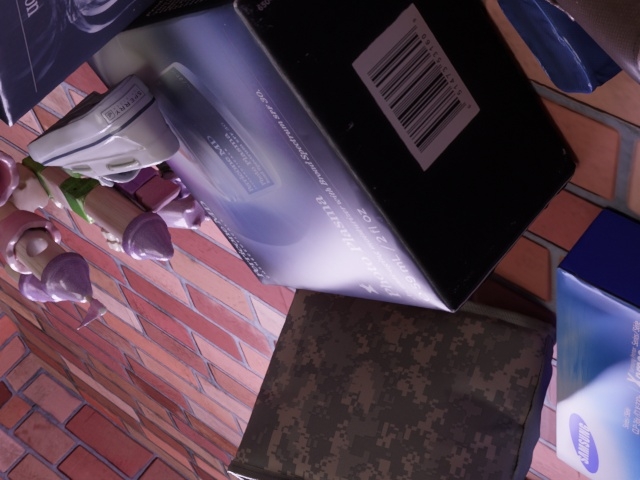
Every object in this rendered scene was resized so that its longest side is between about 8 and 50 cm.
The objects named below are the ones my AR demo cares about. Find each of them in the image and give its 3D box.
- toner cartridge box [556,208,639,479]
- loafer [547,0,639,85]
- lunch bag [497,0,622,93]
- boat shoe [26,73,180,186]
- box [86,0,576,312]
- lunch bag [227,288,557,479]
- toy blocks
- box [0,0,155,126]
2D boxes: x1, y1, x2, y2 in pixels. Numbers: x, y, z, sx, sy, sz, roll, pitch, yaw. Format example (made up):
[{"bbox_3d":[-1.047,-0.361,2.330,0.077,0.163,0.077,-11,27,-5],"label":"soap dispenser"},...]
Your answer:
[{"bbox_3d":[0.298,0.133,1.020,0.165,0.075,0.348,30,155,30],"label":"toner cartridge box"},{"bbox_3d":[0.190,-0.150,0.598,0.366,0.130,0.134,30,139,21],"label":"loafer"},{"bbox_3d":[0.171,-0.145,0.746,0.098,0.065,0.067,52,176,-15],"label":"lunch bag"},{"bbox_3d":[-0.187,-0.079,0.970,0.076,0.083,0.226,52,161,-16],"label":"boat shoe"},{"bbox_3d":[-0.004,-0.110,0.950,0.296,0.183,0.294,53,157,-23],"label":"box"},{"bbox_3d":[0.090,0.178,1.171,0.287,0.235,0.169,9,160,30],"label":"lunch bag"},{"bbox_3d":[-0.224,-0.040,1.285,0.260,0.288,0.309,32,153,36],"label":"toy blocks"},{"bbox_3d":[-0.162,-0.300,0.697,0.179,0.312,0.343,38,157,11],"label":"box"}]
